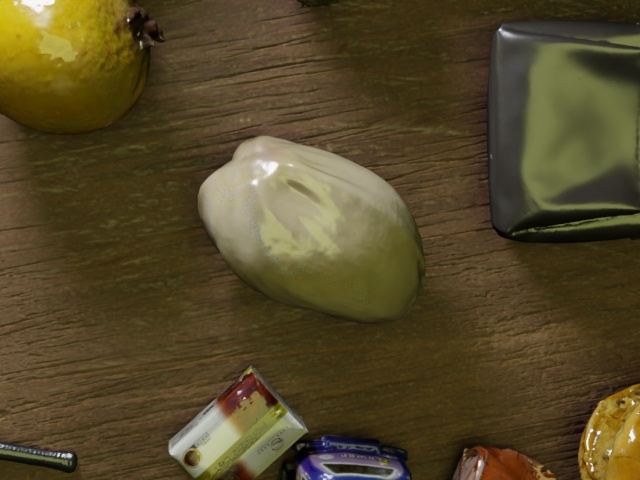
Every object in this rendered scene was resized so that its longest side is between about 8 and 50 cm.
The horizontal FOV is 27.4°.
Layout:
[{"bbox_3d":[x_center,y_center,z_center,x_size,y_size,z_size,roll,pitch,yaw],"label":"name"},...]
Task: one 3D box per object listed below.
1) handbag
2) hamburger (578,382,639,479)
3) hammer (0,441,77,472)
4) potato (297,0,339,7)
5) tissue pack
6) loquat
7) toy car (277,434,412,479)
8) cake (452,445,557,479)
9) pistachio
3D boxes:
[{"bbox_3d":[0.340,-0.138,1.681,0.257,0.113,0.285,1,94,12],"label":"handbag"},{"bbox_3d":[0.488,0.327,1.705,0.290,0.170,0.314,-29,92,-25],"label":"hamburger"},{"bbox_3d":[-0.436,0.262,1.690,0.246,0.029,0.103,9,94,-9],"label":"hammer"},{"bbox_3d":[0.001,-0.428,1.629,0.141,0.176,0.298,9,71,-9],"label":"potato"},{"bbox_3d":[-0.107,0.251,1.690,0.149,0.099,0.106,-43,97,-2],"label":"tissue pack"},{"bbox_3d":[-0.308,-0.239,1.570,0.244,0.244,0.243,0,94,-7],"label":"loquat"},{"bbox_3d":[0.032,0.378,1.687,0.172,0.158,0.235,6,95,-8],"label":"toy car"},{"bbox_3d":[0.181,0.379,1.713,0.287,0.098,0.135,-43,109,-21],"label":"cake"},{"bbox_3d":[0.000,0.000,1.642,0.332,0.207,0.226,28,135,-22],"label":"pistachio"}]
